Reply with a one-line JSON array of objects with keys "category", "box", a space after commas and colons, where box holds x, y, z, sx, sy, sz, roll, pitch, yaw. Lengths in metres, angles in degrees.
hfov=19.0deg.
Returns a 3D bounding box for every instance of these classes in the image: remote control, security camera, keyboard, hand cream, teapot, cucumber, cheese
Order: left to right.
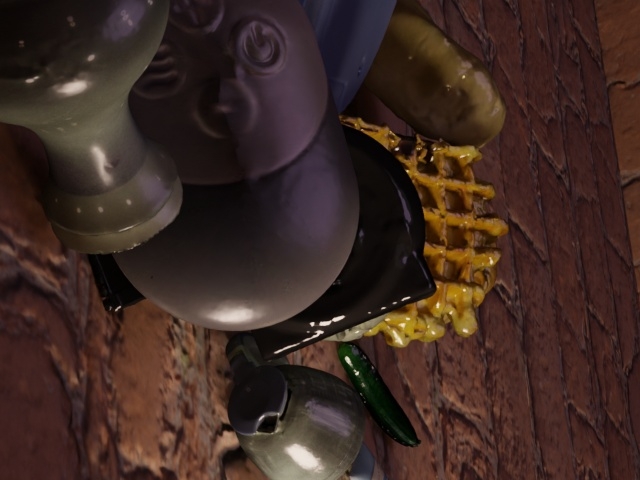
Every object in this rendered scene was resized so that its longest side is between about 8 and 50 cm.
[{"category": "teapot", "box": [-0.181, -0.111, 1.386, 0.251, 0.184, 0.183, 74, 15, -47]}, {"category": "keyboard", "box": [-0.146, 0.018, 1.612, 0.060, 0.018, 0.195, 69, 19, 0]}, {"category": "remote control", "box": [-0.089, -0.089, 1.569, 0.103, 0.221, 0.332, 153, -78, -71]}, {"category": "teapot", "box": [-0.028, 0.144, 1.721, 0.108, 0.111, 0.149, 37, 47, -42]}, {"category": "security camera", "box": [0.000, 0.000, 1.759, 0.277, 0.197, 0.191, 47, 19, -82]}, {"category": "cucumber", "box": [0.061, 0.171, 2.066, 0.036, 0.033, 0.184, -59, 138, -28]}, {"category": "hand cream", "box": [0.069, 0.287, 1.996, 0.170, 0.043, 0.065, 60, 23, -28]}, {"category": "cheese", "box": [0.118, -0.196, 2.247, 0.226, 0.117, 0.214, 44, 6, -4]}]

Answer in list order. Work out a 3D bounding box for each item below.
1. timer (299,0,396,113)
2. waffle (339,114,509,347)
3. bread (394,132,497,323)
[{"category": "timer", "box": [-0.019, -0.300, 1.814, 0.395, 0.173, 0.395, 16, 90, -79]}, {"category": "waffle", "box": [0.079, -0.027, 2.035, 0.283, 0.065, 0.309, -46, 112, -35]}, {"category": "bread", "box": [0.124, -0.014, 2.213, 0.244, 0.134, 0.244, -14, 90, -73]}]
